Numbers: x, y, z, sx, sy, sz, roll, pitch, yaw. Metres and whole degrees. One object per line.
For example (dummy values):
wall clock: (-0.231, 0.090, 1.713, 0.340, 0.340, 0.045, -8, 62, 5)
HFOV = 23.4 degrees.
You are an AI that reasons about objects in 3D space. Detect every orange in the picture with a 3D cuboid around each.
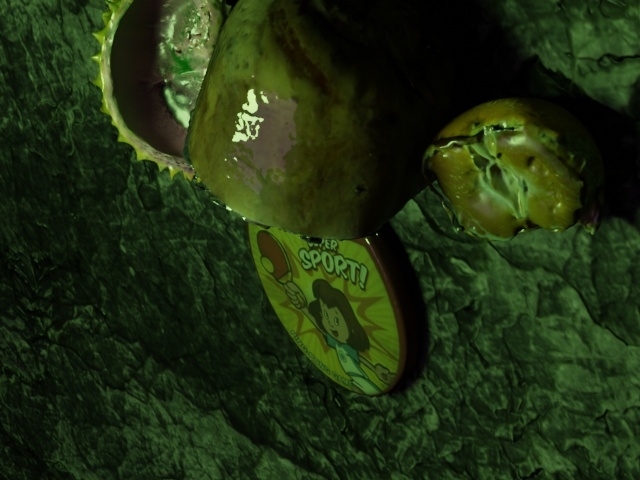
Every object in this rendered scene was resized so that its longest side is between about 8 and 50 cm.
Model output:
orange: (0.179, -0.069, 1.388, 0.170, 0.112, 0.160, 23, 140, -7)

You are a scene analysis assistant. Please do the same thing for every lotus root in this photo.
lotus root: (0.011, -0.148, 1.431, 0.272, 0.272, 0.192, 44, 138, 23)

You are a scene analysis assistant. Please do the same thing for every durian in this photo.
durian: (-0.166, -0.184, 1.704, 0.154, 0.187, 0.260, 16, 104, 62)

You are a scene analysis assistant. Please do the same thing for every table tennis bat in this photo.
table tennis bat: (0.000, 0.000, 1.755, 0.268, 0.051, 0.414, 20, 133, 47)
